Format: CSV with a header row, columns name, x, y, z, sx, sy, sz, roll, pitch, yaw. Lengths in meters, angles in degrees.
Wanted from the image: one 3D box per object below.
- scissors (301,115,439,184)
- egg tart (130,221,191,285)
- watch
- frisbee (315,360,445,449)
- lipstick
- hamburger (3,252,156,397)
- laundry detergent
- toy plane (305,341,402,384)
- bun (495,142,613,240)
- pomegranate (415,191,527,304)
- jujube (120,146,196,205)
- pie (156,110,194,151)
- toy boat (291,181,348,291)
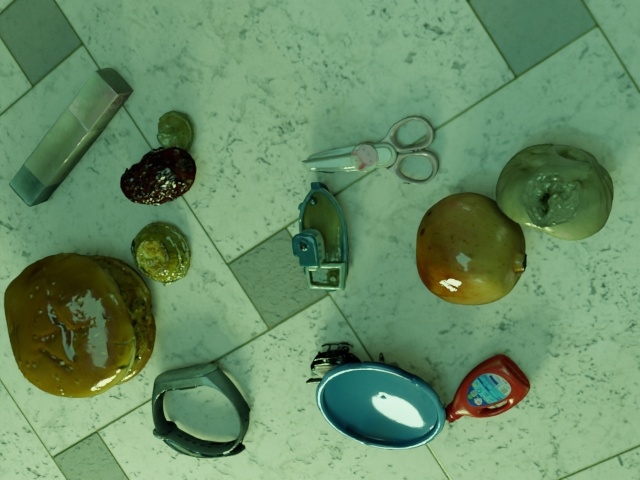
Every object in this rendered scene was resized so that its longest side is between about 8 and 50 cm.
name,x,y,z,sx,sy,sz,roll,pitch,yaw
scissors,0.083,-0.148,1.647,0.242,0.030,0.118,-4,103,19
egg tart,-0.313,0.030,1.837,0.130,0.052,0.130,5,106,16
watch,-0.246,0.347,1.897,0.206,0.068,0.193,-13,99,21
frisbee,0.111,0.297,1.732,0.242,0.045,0.242,9,133,9
lipstick,-0.484,-0.197,1.825,0.068,0.066,0.317,47,115,4
hamburger,-0.488,0.166,1.879,0.314,0.170,0.290,-12,95,25
laundry detergent,0.288,0.277,1.687,0.097,0.049,0.165,46,118,-1
toy plane,0.058,0.236,1.760,0.197,0.053,0.078,-3,116,22
bun,0.366,-0.083,1.470,0.178,0.193,0.128,20,112,10
pomegranate,0.248,0.017,1.556,0.191,0.191,0.191,6,107,19
jujube,-0.304,-0.112,1.773,0.166,0.104,0.104,-24,96,37
pie,-0.270,-0.201,1.770,0.084,0.020,0.084,7,109,20
toy boat,0.000,0.000,1.684,0.088,0.102,0.215,1,105,18
